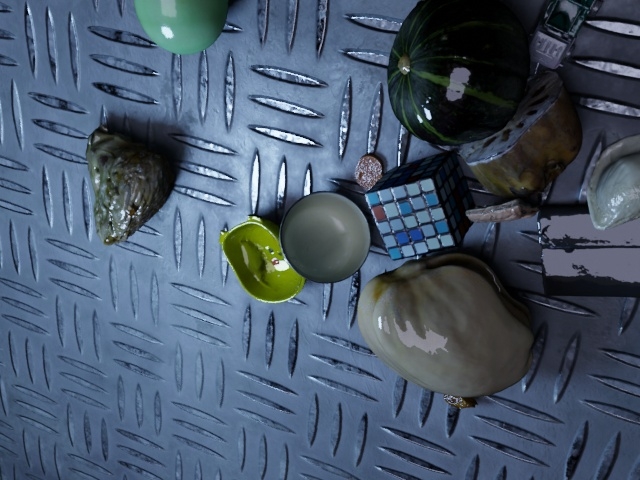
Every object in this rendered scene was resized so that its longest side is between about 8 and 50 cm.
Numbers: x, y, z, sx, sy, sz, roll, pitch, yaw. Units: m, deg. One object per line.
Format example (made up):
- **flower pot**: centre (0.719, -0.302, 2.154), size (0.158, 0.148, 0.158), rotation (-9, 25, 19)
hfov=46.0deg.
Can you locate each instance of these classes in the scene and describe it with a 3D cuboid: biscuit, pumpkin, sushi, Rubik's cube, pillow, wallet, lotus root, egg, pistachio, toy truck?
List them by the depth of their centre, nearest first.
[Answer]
- **toy truck**: centre (0.484, -0.449, 1.491), size (0.110, 0.116, 0.215), rotation (30, 125, 10)
- **pumpkin**: centre (0.272, -0.349, 1.538), size (0.323, 0.242, 0.323), rotation (-19, 68, 59)
- **lotus root**: centre (0.439, -0.202, 1.583), size (0.272, 0.272, 0.192), rotation (-32, 107, 36)
- **wallet**: centre (0.695, 0.026, 1.666), size (0.406, 0.062, 0.228), rotation (-1, 115, 28)
- **pillow**: centre (0.407, -0.062, 1.675), size (0.126, 0.232, 0.043), rotation (-8, 87, 26)
- **Rubik's cube**: centre (0.240, -0.081, 1.772), size (0.184, 0.182, 0.187), rotation (-13, 108, 31)
- **egg**: centre (-0.331, -0.578, 1.783), size (0.221, 0.220, 0.269), rotation (-4, 106, 29)
- **pistachio**: centre (0.309, 0.208, 1.850), size (0.446, 0.281, 0.365), rotation (21, 116, 0)
- **biscuit**: centre (0.126, -0.171, 1.887), size (0.078, 0.015, 0.091), rotation (29, 125, 10)
- **sushi**: centre (0.381, 0.429, 2.054), size (0.099, 0.047, 0.050), rotation (22, 113, 36)

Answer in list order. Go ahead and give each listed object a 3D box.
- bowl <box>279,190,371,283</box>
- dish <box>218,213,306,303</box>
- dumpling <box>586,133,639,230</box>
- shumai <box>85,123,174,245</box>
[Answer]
- **bowl**: centre (0.000, 0.000, 1.936), size (0.237, 0.238, 0.126), rotation (49, 163, -3)
- **dish**: centre (-0.141, 0.037, 2.077), size (0.221, 0.108, 0.262), rotation (-29, 102, 35)
- **dumpling**: centre (0.646, -0.127, 1.582), size (0.166, 0.126, 0.215), rotation (61, 141, 36)
- **shumai**: centre (-0.586, -0.171, 2.132), size (0.283, 0.217, 0.346), rotation (45, 129, -1)
